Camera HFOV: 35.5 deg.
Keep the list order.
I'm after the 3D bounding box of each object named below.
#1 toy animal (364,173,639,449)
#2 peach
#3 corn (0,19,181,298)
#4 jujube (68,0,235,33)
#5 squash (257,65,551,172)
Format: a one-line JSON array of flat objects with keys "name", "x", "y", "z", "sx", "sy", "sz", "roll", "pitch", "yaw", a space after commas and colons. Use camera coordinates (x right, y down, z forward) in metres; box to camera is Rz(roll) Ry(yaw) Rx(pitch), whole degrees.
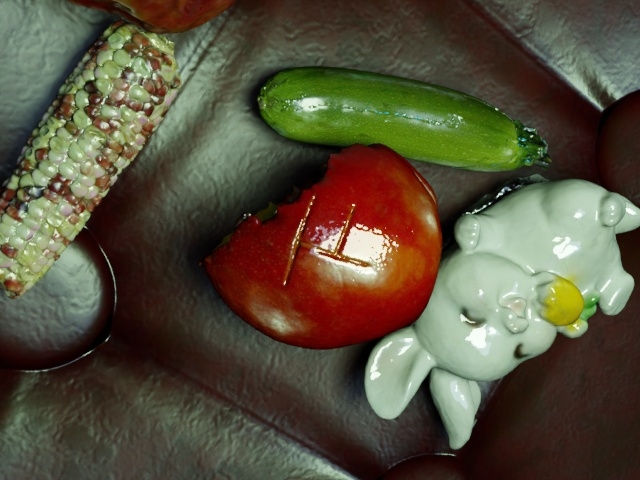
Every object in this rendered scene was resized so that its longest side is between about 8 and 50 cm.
[{"name": "toy animal", "x": 0.192, "y": 0.064, "z": 1.052, "sx": 0.208, "sy": 0.154, "sz": 0.325, "roll": 30, "pitch": 102, "yaw": -35}, {"name": "peach", "x": 0.000, "y": 0.000, "z": 0.952, "sx": 0.226, "sy": 0.190, "sz": 0.196, "roll": 6, "pitch": 132, "yaw": -3}, {"name": "corn", "x": -0.226, "y": -0.073, "z": 0.908, "sx": 0.092, "sy": 0.092, "sz": 0.281, "roll": 35, "pitch": 87, "yaw": -21}, {"name": "jujube", "x": -0.121, "y": -0.342, "z": 0.813, "sx": 0.216, "sy": 0.216, "sz": 0.342, "roll": 7, "pitch": 114, "yaw": -21}, {"name": "squash", "x": 0.094, "y": -0.121, "z": 1.018, "sx": 0.331, "sy": 0.087, "sz": 0.087, "roll": 9, "pitch": 95, "yaw": -18}]
